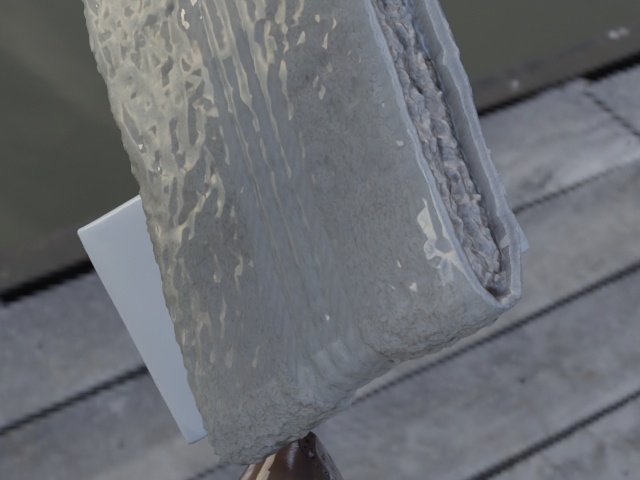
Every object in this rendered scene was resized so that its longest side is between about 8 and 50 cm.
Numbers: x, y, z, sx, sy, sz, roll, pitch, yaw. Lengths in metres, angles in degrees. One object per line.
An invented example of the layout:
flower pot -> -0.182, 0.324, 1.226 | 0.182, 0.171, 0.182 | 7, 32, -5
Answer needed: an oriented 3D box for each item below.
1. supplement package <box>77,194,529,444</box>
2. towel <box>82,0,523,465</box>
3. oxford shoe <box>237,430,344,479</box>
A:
supplement package -> 0.000, 0.000, 0.976 | 0.134, 0.139, 0.244 | 62, 27, 1
towel -> -0.021, -0.061, 0.725 | 0.049, 0.187, 0.282 | -1, 65, -39
oxford shoe -> 0.008, 0.261, 1.069 | 0.130, 0.363, 0.133 | 2, 48, 9
